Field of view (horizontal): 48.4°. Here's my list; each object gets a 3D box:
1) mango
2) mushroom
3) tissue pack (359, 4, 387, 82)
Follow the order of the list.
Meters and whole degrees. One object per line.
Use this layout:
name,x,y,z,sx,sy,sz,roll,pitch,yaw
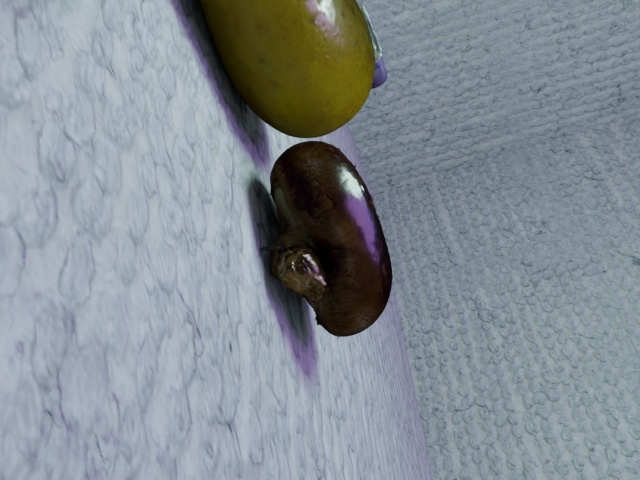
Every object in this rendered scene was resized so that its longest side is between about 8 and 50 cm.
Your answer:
mango,-0.063,-0.337,1.066,0.445,0.221,0.301,43,43,-57
mushroom,0.013,-0.002,1.055,0.278,0.163,0.296,-81,155,-72
tissue pack,0.026,-0.437,1.723,0.338,0.242,0.160,-25,96,-82
